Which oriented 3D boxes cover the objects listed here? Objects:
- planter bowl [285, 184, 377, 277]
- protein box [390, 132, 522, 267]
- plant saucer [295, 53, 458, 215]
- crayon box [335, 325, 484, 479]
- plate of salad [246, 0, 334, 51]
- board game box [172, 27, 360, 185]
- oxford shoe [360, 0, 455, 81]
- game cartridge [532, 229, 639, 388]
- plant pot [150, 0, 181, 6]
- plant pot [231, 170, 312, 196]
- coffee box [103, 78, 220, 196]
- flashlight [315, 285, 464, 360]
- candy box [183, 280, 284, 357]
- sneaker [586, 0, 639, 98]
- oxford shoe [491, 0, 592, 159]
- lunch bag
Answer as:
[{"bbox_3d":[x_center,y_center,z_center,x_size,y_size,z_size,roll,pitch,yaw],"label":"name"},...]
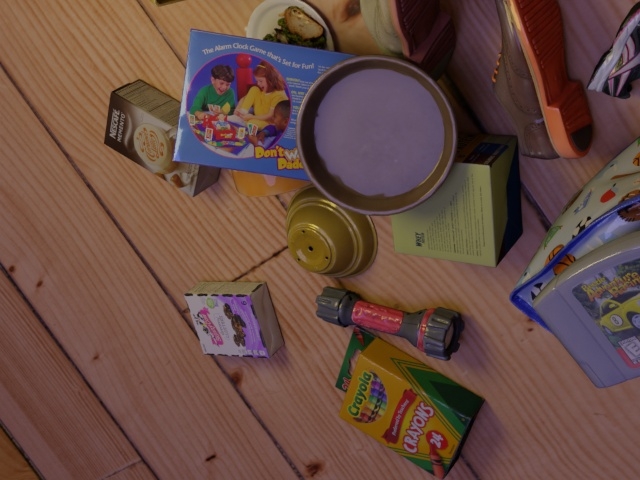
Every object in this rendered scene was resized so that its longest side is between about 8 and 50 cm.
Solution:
[{"bbox_3d":[0.000,0.000,2.082,0.217,0.090,0.217,16,123,26],"label":"planter bowl"},{"bbox_3d":[0.242,-0.080,1.839,0.201,0.136,0.199,8,121,30],"label":"protein box"},{"bbox_3d":[0.096,-0.178,1.731,0.278,0.041,0.277,4,107,12],"label":"plant saucer"},{"bbox_3d":[0.167,0.345,2.176,0.319,0.081,0.202,29,129,18],"label":"crayon box"},{"bbox_3d":[-0.064,-0.364,1.942,0.200,0.048,0.199,16,124,25],"label":"plate of salad"},{"bbox_3d":[-0.073,-0.230,1.812,0.347,0.078,0.233,8,94,-5],"label":"board game box"},{"bbox_3d":[0.115,-0.395,1.646,0.147,0.140,0.397,30,162,24],"label":"oxford shoe"},{"bbox_3d":[0.452,0.086,1.422,0.294,0.060,0.196,-31,100,40],"label":"game cartridge"},{"bbox_3d":[-0.274,-0.578,1.869,0.187,0.212,0.212,33,131,31],"label":"plant pot"},{"bbox_3d":[-0.087,-0.209,1.941,0.205,0.205,0.187,0,116,34],"label":"plant pot"},{"bbox_3d":[-0.331,-0.219,2.173,0.247,0.098,0.141,30,129,16],"label":"coffee box"},{"bbox_3d":[0.134,0.160,2.075,0.304,0.103,0.103,14,124,27],"label":"flashlight"},{"bbox_3d":[-0.198,0.180,2.335,0.196,0.070,0.164,-2,115,34],"label":"candy box"},{"bbox_3d":[0.493,-0.298,1.599,0.077,0.072,0.178,27,137,4],"label":"sneaker"},{"bbox_3d":[0.326,-0.293,1.668,0.133,0.130,0.363,-5,113,43],"label":"oxford shoe"},{"bbox_3d":[0.521,-0.029,1.551,0.239,0.328,0.385,38,130,2],"label":"lunch bag"}]
